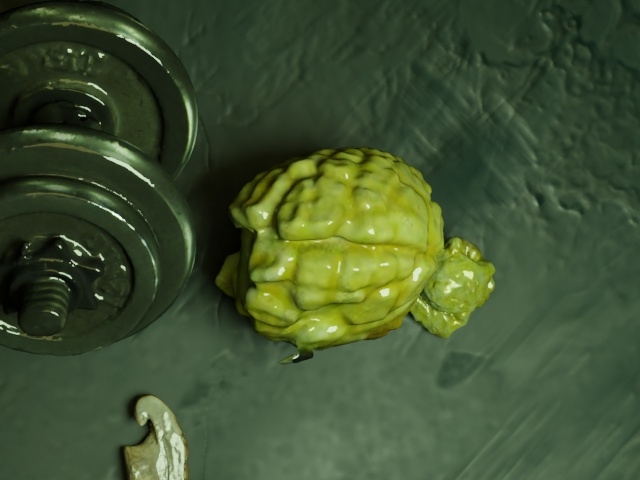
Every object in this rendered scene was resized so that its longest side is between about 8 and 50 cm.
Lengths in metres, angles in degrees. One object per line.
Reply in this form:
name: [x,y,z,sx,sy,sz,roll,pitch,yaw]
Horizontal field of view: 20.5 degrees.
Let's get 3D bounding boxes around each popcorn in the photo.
popcorn: [0.096,0.035,1.344,0.060,0.068,0.083,33,118,16]
popcorn: [0.004,0.010,1.281,0.173,0.173,0.142,-29,83,-12]

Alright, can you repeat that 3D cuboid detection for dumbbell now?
dumbbell: [-0.179,-0.042,1.198,0.192,0.192,0.290,10,39,-11]

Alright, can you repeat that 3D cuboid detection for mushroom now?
mushroom: [-0.120,0.163,1.306,0.049,0.019,0.101,-9,86,-12]
